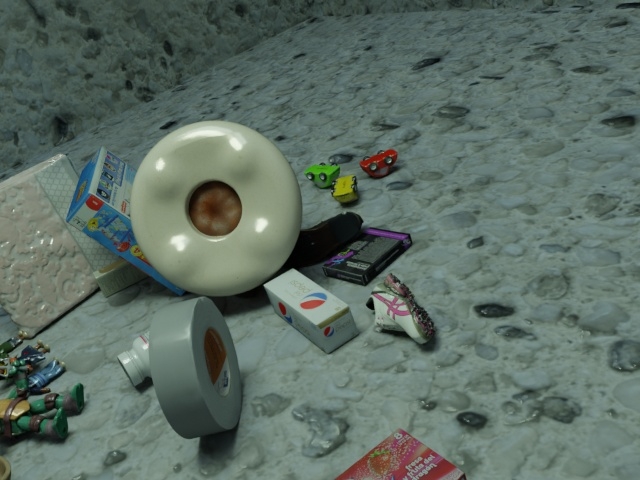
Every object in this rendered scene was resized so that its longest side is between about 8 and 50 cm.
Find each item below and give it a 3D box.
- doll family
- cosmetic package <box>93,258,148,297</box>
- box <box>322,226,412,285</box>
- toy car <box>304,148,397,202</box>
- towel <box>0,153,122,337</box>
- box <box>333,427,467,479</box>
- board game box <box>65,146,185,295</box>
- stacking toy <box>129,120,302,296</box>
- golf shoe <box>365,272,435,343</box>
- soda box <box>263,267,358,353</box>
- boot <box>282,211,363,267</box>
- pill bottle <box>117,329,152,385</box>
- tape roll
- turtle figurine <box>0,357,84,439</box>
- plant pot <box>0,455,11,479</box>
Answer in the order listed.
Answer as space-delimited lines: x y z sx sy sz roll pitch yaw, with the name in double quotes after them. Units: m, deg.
-0.614 0.260 1.535 0.192 0.076 0.111 10 34 39 "doll family"
-0.477 0.081 1.786 0.115 0.060 0.041 -26 28 -16 "cosmetic package"
0.097 0.030 1.549 0.116 0.029 0.162 12 39 46 "box"
0.056 -0.160 1.895 0.224 0.053 0.239 8 37 42 "toy car"
-0.641 0.005 1.739 0.317 0.332 0.053 -39 20 -35 "towel"
0.052 0.359 0.867 0.256 0.128 0.122 -32 30 -23 "box"
-0.417 -0.051 1.727 0.086 0.302 0.308 -47 24 12 "board game box"
-0.189 -0.079 1.681 0.350 0.351 0.480 -15 3 7 "stacking toy"
0.139 0.134 1.308 0.086 0.067 0.186 -46 28 7 "golf shoe"
-0.021 0.128 1.402 0.073 0.069 0.216 -30 30 -20 "soda box"
0.000 0.000 1.648 0.219 0.082 0.106 -23 -2 17 "boot"
-0.298 0.205 1.416 0.160 0.087 0.087 -31 30 -21 "pill bottle"
-0.198 0.204 1.210 0.072 0.219 0.219 -14 28 9 "tape roll"
-0.566 0.307 1.372 0.234 0.118 0.175 2 46 6 "turtle figurine"
-0.611 0.413 1.166 0.237 0.110 0.237 4 4 0 "plant pot"
